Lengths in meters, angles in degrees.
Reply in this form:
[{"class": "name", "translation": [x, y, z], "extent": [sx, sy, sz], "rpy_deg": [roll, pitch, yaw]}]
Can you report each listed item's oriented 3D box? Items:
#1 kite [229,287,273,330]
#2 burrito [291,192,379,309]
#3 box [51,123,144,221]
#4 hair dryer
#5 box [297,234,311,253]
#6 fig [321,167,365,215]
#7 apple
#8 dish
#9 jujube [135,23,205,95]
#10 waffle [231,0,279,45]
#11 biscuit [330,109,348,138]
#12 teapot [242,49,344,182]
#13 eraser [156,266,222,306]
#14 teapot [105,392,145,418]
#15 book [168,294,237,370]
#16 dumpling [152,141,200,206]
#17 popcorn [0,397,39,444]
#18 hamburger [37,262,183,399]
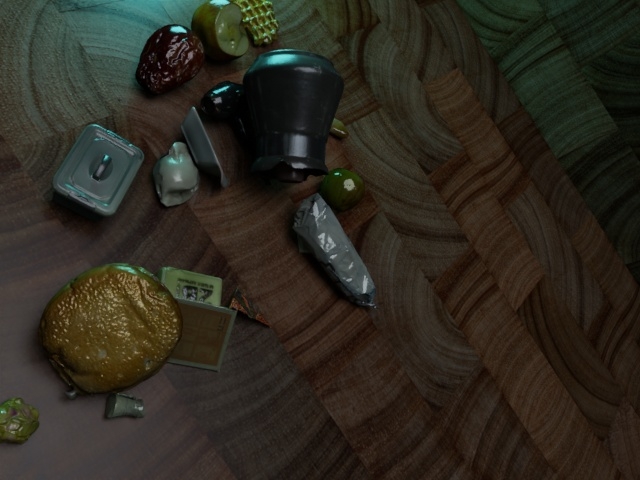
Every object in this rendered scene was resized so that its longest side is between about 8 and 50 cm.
[{"class": "kite", "translation": [-0.213, 0.176, 1.575], "extent": [0.125, 0.008, 0.222], "rpy_deg": [55, 8, 36]}, {"class": "burrito", "translation": [0.061, 0.063, 1.776], "extent": [0.139, 0.101, 0.445], "rpy_deg": [-42, 106, -32]}, {"class": "box", "translation": [-0.570, -0.167, 1.424], "extent": [0.162, 0.130, 0.227], "rpy_deg": [30, 56, -23]}, {"class": "hair dryer", "translation": [-0.217, -0.346, 1.804], "extent": [0.304, 0.120, 0.359], "rpy_deg": [-30, 100, -54]}, {"class": "box", "translation": [0.000, 0.000, 1.829], "extent": [0.167, 0.024, 0.090], "rpy_deg": [5, 68, -34]}, {"class": "fig", "translation": [0.072, -0.146, 1.888], "extent": [0.142, 0.148, 0.186], "rpy_deg": [10, 103, -48]}, {"class": "apple", "translation": [-0.320, -0.680, 1.805], "extent": [0.173, 0.160, 0.195], "rpy_deg": [-33, 133, -25]}, {"class": "dish", "translation": [-0.343, -0.258, 1.637], "extent": [0.064, 0.154, 0.234], "rpy_deg": [-25, 83, -7]}, {"class": "jujube", "translation": [-0.453, -0.533, 1.664], "extent": [0.168, 0.168, 0.236], "rpy_deg": [40, 67, -15]}, {"class": "waffle", "translation": [-0.262, -0.807, 1.975], "extent": [0.253, 0.056, 0.249], "rpy_deg": [5, 67, -36]}, {"class": "biscuit", "translation": [-0.005, -0.438, 2.003], "extent": [0.208, 0.047, 0.164], "rpy_deg": [-8, 77, -38]}, {"class": "teapot", "translation": [-0.084, -0.352, 1.716], "extent": [0.306, 0.376, 0.361], "rpy_deg": [3, 87, 8]}, {"class": "eraser", "translation": [-0.353, 0.143, 1.490], "extent": [0.172, 0.058, 0.117], "rpy_deg": [16, 61, -29]}, {"class": "teapot", "translation": [-0.456, 0.390, 1.316], "extent": [0.083, 0.057, 0.067], "rpy_deg": [22, 30, -33]}, {"class": "book", "translation": [-0.348, 0.235, 1.439], "extent": [0.242, 0.018, 0.170], "rpy_deg": [19, 86, -29]}, {"class": "dumpling", "translation": [-0.397, -0.185, 1.588], "extent": [0.150, 0.092, 0.176], "rpy_deg": [18, 51, -47]}, {"class": "popcorn", "translation": [-0.641, 0.381, 1.158], "extent": [0.097, 0.109, 0.089], "rpy_deg": [27, 85, 17]}, {"class": "hamburger", "translation": [-0.476, 0.206, 1.274], "extent": [0.314, 0.170, 0.290], "rpy_deg": [-39, 102, -12]}]
